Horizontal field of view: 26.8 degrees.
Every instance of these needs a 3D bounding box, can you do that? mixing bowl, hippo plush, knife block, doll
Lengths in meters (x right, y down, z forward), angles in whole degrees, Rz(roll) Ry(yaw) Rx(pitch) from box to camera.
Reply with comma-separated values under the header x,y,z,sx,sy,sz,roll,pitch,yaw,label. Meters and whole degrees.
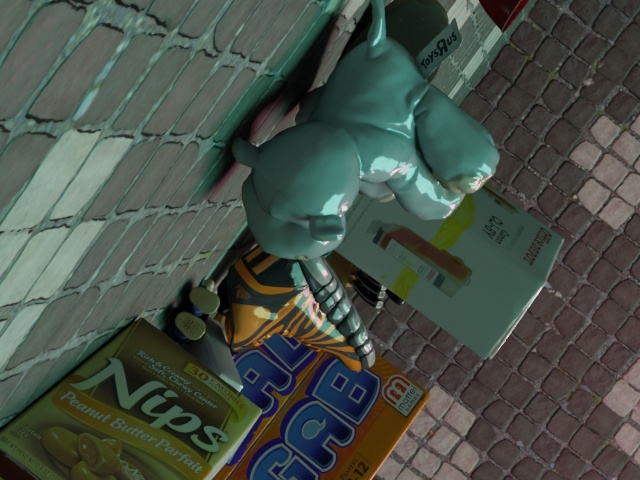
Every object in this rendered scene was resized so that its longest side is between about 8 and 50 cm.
x,y,z,sx,sy,sz,roll,pitch,yaw,label
0.308,-0.436,2.162,0.181,0.098,0.181,-52,175,-6,mixing bowl
0.043,-0.077,1.429,0.236,0.234,0.294,-51,175,-31,hippo plush
0.075,0.047,2.475,0.276,0.088,0.242,134,-42,-54,knife block
-0.172,0.108,1.780,0.129,0.046,0.189,-61,-177,-11,doll

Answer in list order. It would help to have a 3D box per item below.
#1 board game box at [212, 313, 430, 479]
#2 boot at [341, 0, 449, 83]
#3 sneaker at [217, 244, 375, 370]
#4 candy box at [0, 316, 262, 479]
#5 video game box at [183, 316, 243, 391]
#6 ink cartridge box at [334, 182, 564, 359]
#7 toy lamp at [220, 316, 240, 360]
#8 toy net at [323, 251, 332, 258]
x,y,z,sx,sy,sz,roll,pitch,yaw,label
-0.095,0.337,2.271,0.356,0.356,0.356,-51,175,-27,board game box
0.079,-0.226,1.672,0.305,0.112,0.115,121,-15,-57,boot
-0.047,0.111,1.947,0.180,0.125,0.321,-30,133,2,sneaker
-0.209,0.221,1.426,0.088,0.183,0.316,-55,175,29,candy box
-0.191,0.219,1.867,0.187,0.048,0.205,-52,-156,10,video game box
0.171,-0.022,2.088,0.160,0.384,0.279,-55,175,21,ink cartridge box
-0.122,0.100,2.023,0.275,0.080,0.080,-59,173,30,toy lamp
0.000,0.000,2.404,0.045,0.122,0.232,-133,-120,-81,toy net
